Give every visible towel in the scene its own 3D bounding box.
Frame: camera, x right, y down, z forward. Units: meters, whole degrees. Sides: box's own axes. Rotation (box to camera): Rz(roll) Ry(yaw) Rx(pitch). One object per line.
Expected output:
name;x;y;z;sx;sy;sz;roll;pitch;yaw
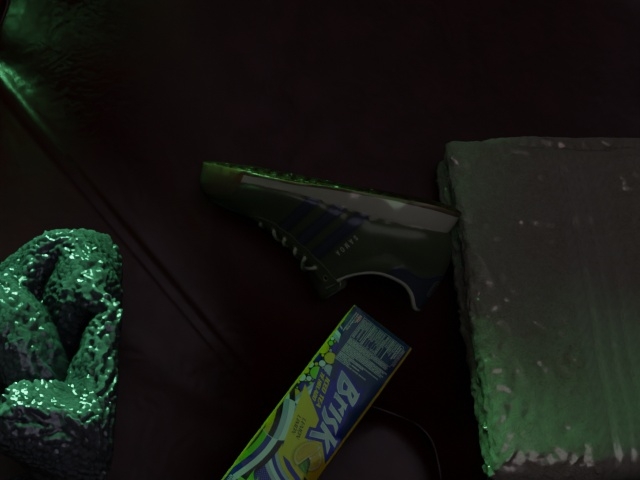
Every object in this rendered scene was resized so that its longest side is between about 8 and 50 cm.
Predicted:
towel;0.189;0.049;1.271;0.187;0.049;0.282;0;61;-10

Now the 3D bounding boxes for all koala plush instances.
koala plush;-0.245;0.081;1.152;0.221;0.196;0.203;5;61;-7

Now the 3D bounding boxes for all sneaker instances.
sneaker;0.000;0.000;1.269;0.192;0.064;0.086;11;97;9

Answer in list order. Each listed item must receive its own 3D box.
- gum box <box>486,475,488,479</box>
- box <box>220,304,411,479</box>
gum box;0.210;0.199;1.256;0.184;0.041;0.157;7;72;-6
box;-0.008;0.131;1.232;0.054;0.059;0.169;37;71;4
